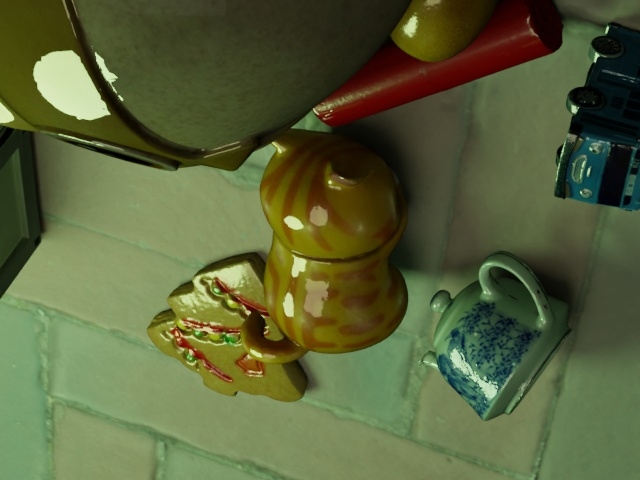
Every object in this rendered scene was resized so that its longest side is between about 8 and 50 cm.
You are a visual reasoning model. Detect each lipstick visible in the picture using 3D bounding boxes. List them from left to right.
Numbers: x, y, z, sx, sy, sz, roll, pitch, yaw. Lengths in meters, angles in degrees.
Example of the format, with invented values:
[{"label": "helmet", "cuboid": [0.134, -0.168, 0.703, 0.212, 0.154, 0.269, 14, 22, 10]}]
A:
[{"label": "lipstick", "cuboid": [0.111, -0.181, 1.909, 0.280, 0.073, 0.073, -18, 119, 36]}]

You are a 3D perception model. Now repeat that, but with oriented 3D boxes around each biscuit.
[{"label": "biscuit", "cuboid": [-0.106, 0.106, 2.295, 0.212, 0.041, 0.238, 24, 136, 9]}]

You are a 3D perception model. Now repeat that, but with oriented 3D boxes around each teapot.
[{"label": "teapot", "cuboid": [0.183, 0.100, 2.071, 0.159, 0.159, 0.232, 28, 139, 2]}]

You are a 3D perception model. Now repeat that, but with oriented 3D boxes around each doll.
[{"label": "doll", "cuboid": [0.010, 0.001, 2.063, 0.167, 0.162, 0.269, 22, 127, 29]}]

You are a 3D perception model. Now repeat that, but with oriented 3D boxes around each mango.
[{"label": "mango", "cuboid": [0.128, -0.271, 1.773, 0.099, 0.136, 0.227, 25, 124, 15]}]

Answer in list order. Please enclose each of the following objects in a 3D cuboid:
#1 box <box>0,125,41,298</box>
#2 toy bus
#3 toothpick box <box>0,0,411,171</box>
[{"label": "box", "cuboid": [-0.428, -0.025, 2.211, 0.117, 0.225, 0.225, 15, 134, 14]}, {"label": "toy bus", "cuboid": [0.286, -0.115, 1.797, 0.106, 0.184, 0.090, 17, 135, 10]}, {"label": "toothpick box", "cuboid": [-0.131, -0.265, 1.717, 0.409, 0.409, 0.425, 42, 140, -12]}]
